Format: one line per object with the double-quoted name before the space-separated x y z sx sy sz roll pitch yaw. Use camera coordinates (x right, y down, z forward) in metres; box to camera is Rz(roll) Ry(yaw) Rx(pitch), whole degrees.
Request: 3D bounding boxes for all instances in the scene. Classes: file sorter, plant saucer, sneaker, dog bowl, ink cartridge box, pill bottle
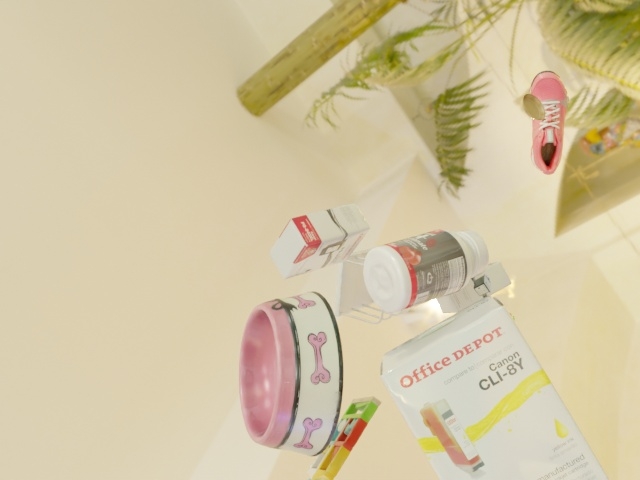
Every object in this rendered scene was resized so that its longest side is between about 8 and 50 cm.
"file sorter" 0.198 0.141 2.165 0.277 0.173 0.193 -12 -69 -54
"plant saucer" 0.574 -0.358 1.827 0.083 0.015 0.084 14 -119 -27
"sneaker" 0.686 -0.343 2.006 0.136 0.115 0.314 -63 -33 -64
"dog bowl" -0.090 0.328 1.681 0.150 0.408 0.408 4 -127 -21
"ink cartridge box" 0.000 0.000 1.207 0.150 0.109 0.063 -15 -117 -36
"ink cartridge box" 0.450 0.142 2.015 0.082 0.190 0.139 62 167 1
"ink cartridge box" 0.324 0.344 1.321 0.385 0.279 0.160 59 -174 2
"pill bottle" 0.287 0.068 1.783 0.318 0.176 0.176 -14 -108 -30

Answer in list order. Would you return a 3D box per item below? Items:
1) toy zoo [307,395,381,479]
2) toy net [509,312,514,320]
"toy zoo" 0.051 0.564 1.862 0.030 0.192 0.293 37 -112 -2
"toy net" 0.659 0.315 2.538 0.045 0.122 0.232 23 -178 -4
